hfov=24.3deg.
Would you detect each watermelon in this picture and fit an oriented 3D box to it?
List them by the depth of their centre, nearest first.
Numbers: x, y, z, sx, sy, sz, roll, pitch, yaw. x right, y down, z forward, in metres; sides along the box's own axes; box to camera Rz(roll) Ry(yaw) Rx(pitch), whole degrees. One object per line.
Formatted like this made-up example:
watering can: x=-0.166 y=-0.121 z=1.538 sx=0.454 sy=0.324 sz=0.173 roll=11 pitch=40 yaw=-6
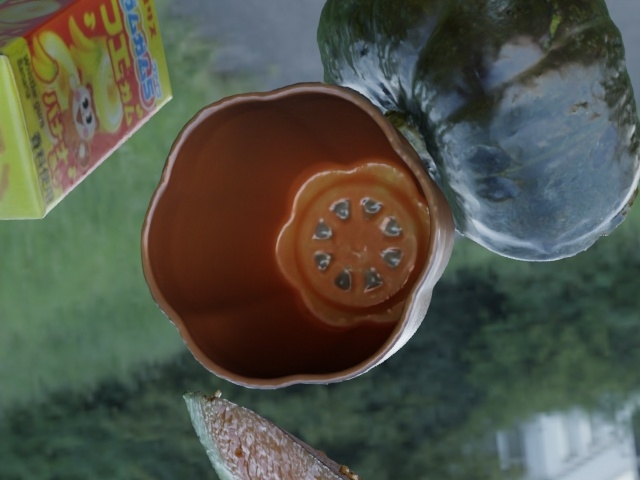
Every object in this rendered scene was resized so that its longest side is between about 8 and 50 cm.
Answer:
watermelon: x=-0.014 y=0.172 z=1.068 sx=0.063 sy=0.119 sz=0.245 roll=-34 pitch=-149 yaw=-22

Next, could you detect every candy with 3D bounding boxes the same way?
candy: x=-0.222 y=-0.133 z=1.242 sx=0.088 sy=0.146 sz=0.276 roll=-2 pitch=-157 yaw=19

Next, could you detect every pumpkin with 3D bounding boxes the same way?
pumpkin: x=0.110 y=-0.145 z=1.243 sx=0.242 sy=0.232 sz=0.325 roll=-41 pitch=-127 yaw=-15

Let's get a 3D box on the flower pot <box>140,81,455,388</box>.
flower pot: x=0.000 y=0.000 z=0.962 sx=0.191 sy=0.190 sz=0.173 roll=-6 pitch=176 yaw=15
